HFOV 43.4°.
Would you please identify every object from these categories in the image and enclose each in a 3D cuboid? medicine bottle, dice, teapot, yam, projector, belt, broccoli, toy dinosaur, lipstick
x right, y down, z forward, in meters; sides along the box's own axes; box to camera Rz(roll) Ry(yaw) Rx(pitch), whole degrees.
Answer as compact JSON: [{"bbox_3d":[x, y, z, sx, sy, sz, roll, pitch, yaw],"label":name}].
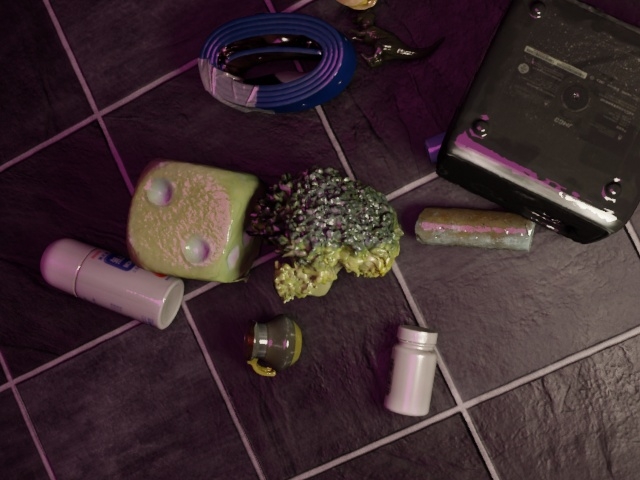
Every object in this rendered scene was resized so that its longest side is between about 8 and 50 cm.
[{"bbox_3d":[0.203,0.288,1.788,0.102,0.103,0.187,8,91,11],"label":"medicine bottle"},{"bbox_3d":[-0.270,-0.045,1.799,0.254,0.252,0.250,10,93,13],"label":"dice"},{"bbox_3d":[-0.116,0.245,1.839,0.119,0.130,0.166,7,124,-18],"label":"teapot"},{"bbox_3d":[0.340,-0.027,1.768,0.259,0.093,0.093,4,91,12],"label":"yam"},{"bbox_3d":[0.486,-0.256,1.625,0.395,0.242,0.405,26,83,5],"label":"projector"},{"bbox_3d":[-0.503,0.094,1.908,0.340,0.130,0.130,19,94,11],"label":"medicine bottle"},{"bbox_3d":[-0.097,-0.398,1.818,0.346,0.117,0.213,0,93,18],"label":"belt"},{"bbox_3d":[0.006,-0.004,1.776,0.293,0.347,0.281,59,139,43],"label":"broccoli"},{"bbox_3d":[0.159,-0.474,1.804,0.178,0.087,0.187,-35,85,10],"label":"toy dinosaur"},{"bbox_3d":[0.368,-0.237,1.777,0.273,0.061,0.068,-17,66,5],"label":"lipstick"}]

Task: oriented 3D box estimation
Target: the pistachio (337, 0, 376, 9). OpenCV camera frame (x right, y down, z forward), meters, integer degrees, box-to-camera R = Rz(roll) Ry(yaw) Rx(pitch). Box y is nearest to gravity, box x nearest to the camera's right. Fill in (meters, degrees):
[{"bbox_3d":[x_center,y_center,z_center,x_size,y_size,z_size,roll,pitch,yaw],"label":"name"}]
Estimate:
[{"bbox_3d":[0.067,-0.614,1.808,0.145,0.117,0.201,-15,91,26],"label":"pistachio"}]
